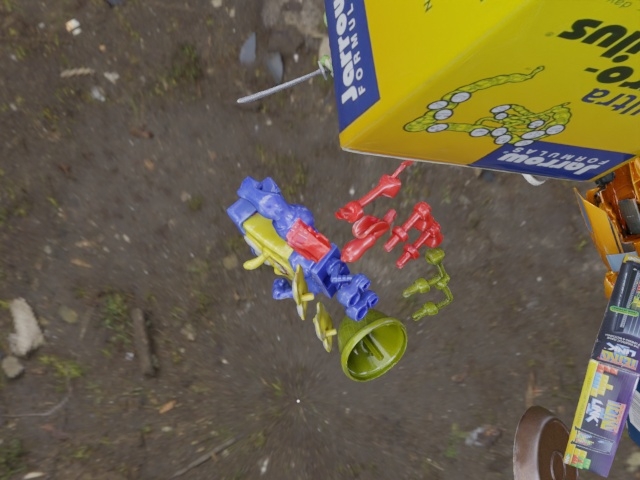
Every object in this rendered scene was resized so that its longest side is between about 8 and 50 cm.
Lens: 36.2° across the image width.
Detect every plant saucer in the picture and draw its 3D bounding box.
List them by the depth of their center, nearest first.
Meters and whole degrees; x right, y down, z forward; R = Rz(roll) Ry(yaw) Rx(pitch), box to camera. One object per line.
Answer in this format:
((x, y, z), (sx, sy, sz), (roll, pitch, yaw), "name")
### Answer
((0.309, 0.307, 1.317), (0.029, 0.168, 0.168), (-10, 79, 36), "plant saucer")

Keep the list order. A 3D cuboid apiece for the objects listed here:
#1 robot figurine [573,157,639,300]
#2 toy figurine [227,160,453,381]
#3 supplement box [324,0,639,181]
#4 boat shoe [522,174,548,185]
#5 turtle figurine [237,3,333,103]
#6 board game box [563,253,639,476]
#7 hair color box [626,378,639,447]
((0.309, -0.085, 1.036), (0.085, 0.211, 0.291), (-14, 108, 29), "robot figurine")
((0.000, 0.000, 1.134), (0.217, 0.362, 0.191), (37, 79, 28), "toy figurine")
((0.166, -0.188, 0.473), (0.195, 0.356, 0.194), (5, 68, -28), "supplement box")
((0.364, -0.259, 1.682), (0.096, 0.116, 0.324), (-13, 91, 36), "boat shoe")
((0.040, -0.323, 1.302), (0.266, 0.275, 0.198), (4, 58, -31), "turtle figurine")
((0.285, 0.122, 0.942), (0.048, 0.170, 0.141), (16, 49, 18), "board game box")
((0.535, 0.129, 1.192), (0.347, 0.105, 0.174), (-28, 126, -8), "hair color box")
